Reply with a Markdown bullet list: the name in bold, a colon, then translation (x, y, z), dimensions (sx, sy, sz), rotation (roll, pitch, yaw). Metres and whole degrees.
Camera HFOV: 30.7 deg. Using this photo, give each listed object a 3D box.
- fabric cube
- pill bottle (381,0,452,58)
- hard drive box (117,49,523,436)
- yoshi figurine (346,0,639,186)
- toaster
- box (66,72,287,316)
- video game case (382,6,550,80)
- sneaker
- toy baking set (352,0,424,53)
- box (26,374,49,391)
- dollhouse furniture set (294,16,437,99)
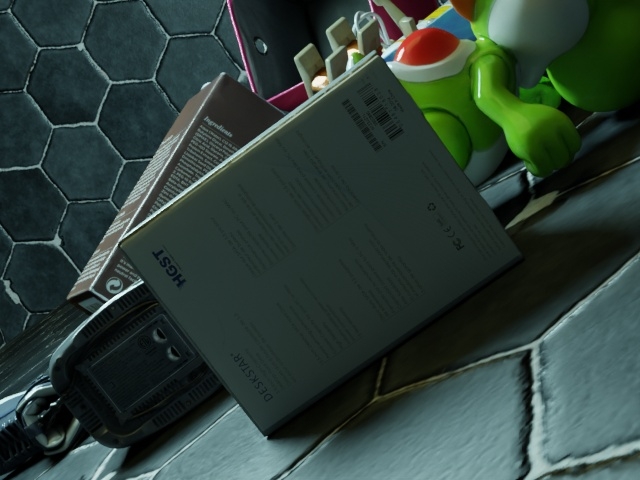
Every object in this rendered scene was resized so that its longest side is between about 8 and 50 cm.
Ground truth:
- **fabric cube**: translation (0.033, -0.368, 1.966), dimensions (0.259, 0.254, 0.258), rotation (-23, -15, 30)
- **pill bottle**: translation (0.173, -0.255, 1.719), dimensions (0.246, 0.136, 0.136), rotation (-40, 9, -22)
- **hard drive box**: translation (0.000, 0.000, 0.860), dimensions (0.232, 0.181, 0.089), rotation (-35, 8, 7)
- **yoshi figurine**: translation (0.166, -0.109, 0.997), dimensions (0.362, 0.203, 0.203), rotation (-50, -35, 2)
- **toaster**: translation (-0.165, 0.108, 1.147), dimensions (0.227, 0.129, 0.146), rotation (-38, 4, 4)
- **box**: translation (-0.210, -0.045, 1.736), dimensions (0.381, 0.143, 0.191), rotation (-63, 16, -16)
- **video game case**: translation (0.133, -0.160, 1.284), dimensions (0.269, 0.061, 0.244), rotation (-36, -18, 3)
- **sneaker**: translation (-0.360, 0.230, 1.402), dimensions (0.226, 0.086, 0.163), rotation (-35, 6, 3)
- **toy baking set**: translation (0.110, -0.272, 1.772), dimensions (0.030, 0.256, 0.197), rotation (13, 13, 38)
- **box**: translation (-0.448, 0.268, 1.702), dimensions (0.233, 0.044, 0.159), rotation (-36, 8, 4)
- **dollhouse furniture set**: translation (0.085, -0.173, 1.518), dimensions (0.262, 0.135, 0.259), rotation (12, 45, 38)
